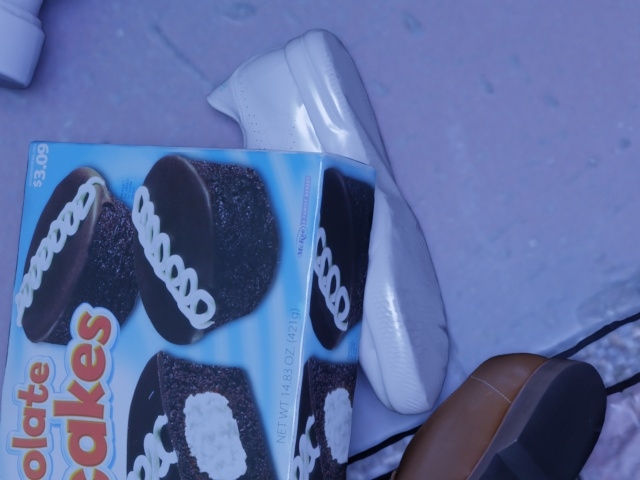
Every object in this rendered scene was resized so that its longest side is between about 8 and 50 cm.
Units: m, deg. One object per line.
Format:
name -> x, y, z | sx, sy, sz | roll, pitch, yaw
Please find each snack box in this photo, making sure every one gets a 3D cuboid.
snack box -> -0.079, 0.113, 0.938 | 0.187, 0.060, 0.322 | 4, 87, 32

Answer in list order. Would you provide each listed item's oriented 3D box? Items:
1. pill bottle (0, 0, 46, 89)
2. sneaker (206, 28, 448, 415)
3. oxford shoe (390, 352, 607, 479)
pill bottle -> -0.176, -0.223, 0.971 | 0.153, 0.153, 0.264 | 16, 88, 9
sneaker -> 0.000, 0.000, 0.976 | 0.094, 0.080, 0.212 | -22, 75, 17
oxford shoe -> 0.059, 0.142, 0.929 | 0.076, 0.076, 0.212 | 13, 52, 46
